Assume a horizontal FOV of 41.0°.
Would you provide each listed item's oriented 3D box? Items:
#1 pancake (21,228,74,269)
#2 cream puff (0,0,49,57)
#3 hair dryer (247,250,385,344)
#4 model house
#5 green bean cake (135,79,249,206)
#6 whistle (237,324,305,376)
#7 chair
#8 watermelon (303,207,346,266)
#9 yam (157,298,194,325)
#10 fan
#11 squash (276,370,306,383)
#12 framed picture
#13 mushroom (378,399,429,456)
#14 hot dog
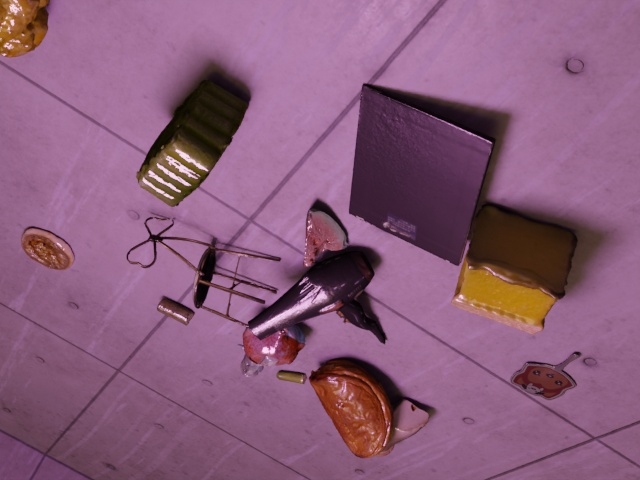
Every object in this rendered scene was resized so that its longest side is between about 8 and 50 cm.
[{"bbox_3d":[-0.712,0.025,2.226,0.151,0.025,0.152,13,142,11],"label":"pancake"},{"bbox_3d":[-0.581,-0.412,1.538,0.221,0.195,0.195,-1,136,34],"label":"cream puff"},{"bbox_3d":[0.038,0.183,1.933,0.303,0.120,0.359,-36,137,11],"label":"hair dryer"},{"bbox_3d":[0.356,0.084,1.634,0.193,0.175,0.234,17,138,7],"label":"model house"},{"bbox_3d":[-0.243,-0.181,1.607,0.113,0.200,0.214,36,139,-17],"label":"green bean cake"},{"bbox_3d":[-0.139,0.274,2.155,0.142,0.134,0.346,-6,158,-22],"label":"whistle"},{"bbox_3d":[-0.264,0.077,1.963,0.325,0.160,0.170,15,140,4],"label":"chair"},{"bbox_3d":[0.001,-0.010,1.797,0.101,0.080,0.155,2,122,12],"label":"watermelon"},{"bbox_3d":[-0.379,0.185,2.233,0.094,0.043,0.043,27,142,-2],"label":"yam"},{"bbox_3d":[0.524,0.303,1.940,0.132,0.009,0.220,23,143,-4],"label":"fan"},{"bbox_3d":[-0.082,0.367,2.307,0.083,0.027,0.027,6,139,21],"label":"squash"},{"bbox_3d":[0.174,-0.112,1.587,0.255,0.014,0.339,26,143,18],"label":"framed picture"},{"bbox_3d":[0.191,0.497,2.269,0.096,0.108,0.247,60,143,20],"label":"mushroom"},{"bbox_3d":[0.085,0.426,2.186,0.196,0.122,0.272,-18,109,50],"label":"hot dog"}]
